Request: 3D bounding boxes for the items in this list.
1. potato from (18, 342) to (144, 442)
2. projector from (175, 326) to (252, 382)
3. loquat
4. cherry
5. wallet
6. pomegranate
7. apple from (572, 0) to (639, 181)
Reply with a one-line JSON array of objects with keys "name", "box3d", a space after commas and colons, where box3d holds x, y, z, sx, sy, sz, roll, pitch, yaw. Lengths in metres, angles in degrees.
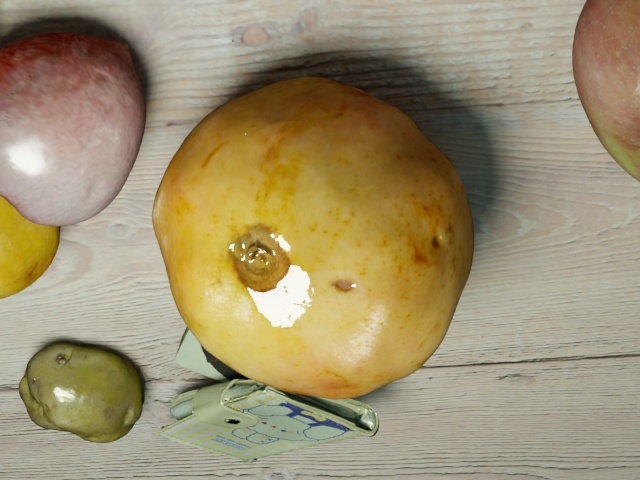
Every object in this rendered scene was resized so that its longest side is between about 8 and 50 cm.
[{"name": "potato", "box3d": [-0.384, 0.245, 1.539, 0.200, 0.137, 0.154, 18, 156, -13]}, {"name": "projector", "box3d": [-0.069, 0.145, 1.475, 0.259, 0.079, 0.257, 22, 134, -10]}, {"name": "loquat", "box3d": [-0.461, -0.019, 1.301, 0.207, 0.208, 0.208, 1, 127, 1]}, {"name": "cherry", "box3d": [-0.323, -0.143, 1.174, 0.239, 0.206, 0.240, -2, 116, -5]}, {"name": "wallet", "box3d": [-0.091, 0.284, 1.514, 0.223, 0.077, 0.309, 30, 145, -30]}, {"name": "pomegranate", "box3d": [0.000, 0.000, 1.203, 0.411, 0.412, 0.412, 1, 127, 1]}, {"name": "apple", "box3d": [0.439, -0.201, 1.112, 0.305, 0.235, 0.306, 2, 128, 2]}]
